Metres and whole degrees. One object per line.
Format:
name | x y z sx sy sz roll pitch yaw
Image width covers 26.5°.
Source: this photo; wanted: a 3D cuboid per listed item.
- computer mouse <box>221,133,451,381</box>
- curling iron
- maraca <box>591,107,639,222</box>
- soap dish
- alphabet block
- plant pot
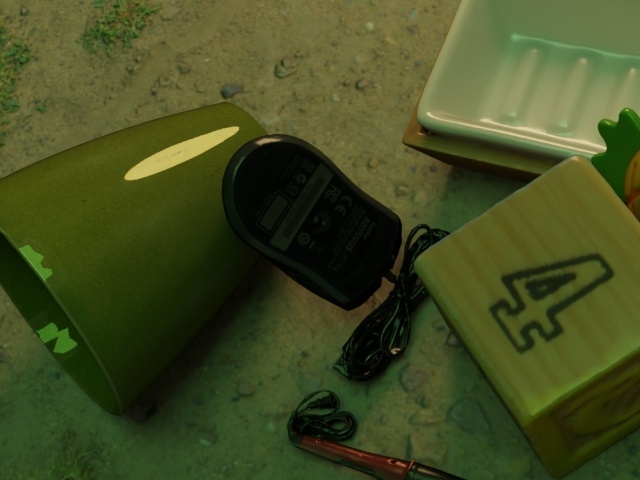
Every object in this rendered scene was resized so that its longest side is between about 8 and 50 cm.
computer mouse | 0.000 0.000 1.386 0.188 0.272 0.072 -53 22 -11
curling iron | 0.084 0.217 1.341 0.274 0.035 0.068 20 73 26
maraca | 0.322 -0.048 1.237 0.099 0.127 0.186 -27 49 -32
soap dish | 0.262 -0.157 1.416 0.291 0.118 0.228 15 70 25
alphabet block | 0.231 0.074 1.273 0.193 0.192 0.197 -34 60 3
plant pot | -0.178 -0.012 1.435 0.293 0.274 0.275 -37 58 -19
